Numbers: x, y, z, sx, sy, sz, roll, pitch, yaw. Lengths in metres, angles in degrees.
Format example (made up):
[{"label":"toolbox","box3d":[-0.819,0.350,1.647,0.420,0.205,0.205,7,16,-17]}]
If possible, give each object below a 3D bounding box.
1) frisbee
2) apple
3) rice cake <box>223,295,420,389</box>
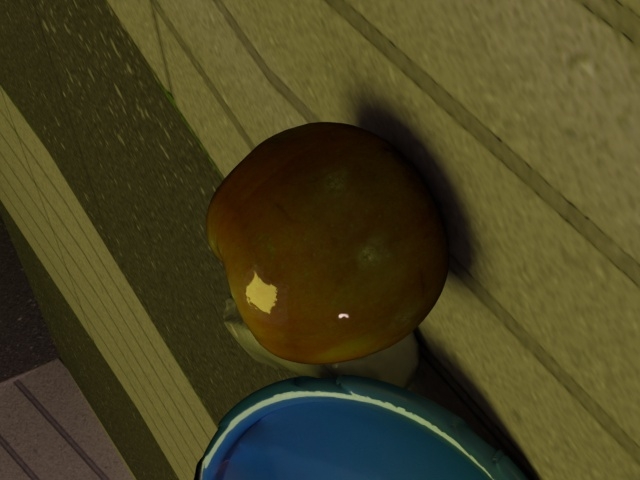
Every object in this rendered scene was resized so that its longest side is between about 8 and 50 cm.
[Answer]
[{"label":"frisbee","box3d":[0.036,0.178,0.798,0.242,0.045,0.242,14,119,28]},{"label":"apple","box3d":[0.000,0.000,0.662,0.114,0.102,0.099,55,165,28]},{"label":"rice cake","box3d":[-0.005,0.059,0.884,0.057,0.052,0.256,61,166,-9]}]
